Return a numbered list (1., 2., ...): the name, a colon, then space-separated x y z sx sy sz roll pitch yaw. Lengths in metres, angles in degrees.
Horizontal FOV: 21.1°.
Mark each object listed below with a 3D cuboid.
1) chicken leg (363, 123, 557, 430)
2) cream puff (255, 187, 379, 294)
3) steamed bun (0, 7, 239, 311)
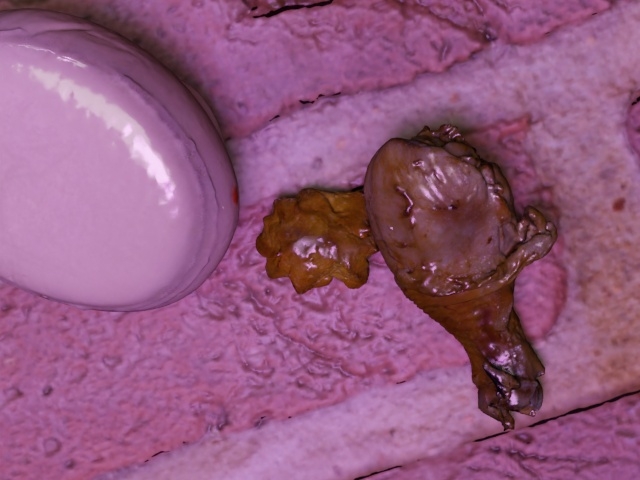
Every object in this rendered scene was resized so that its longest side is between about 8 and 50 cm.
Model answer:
1. chicken leg: 0.105 0.021 1.145 0.103 0.088 0.228 -41 111 -27
2. cream puff: 0.000 0.000 1.163 0.083 0.058 0.083 33 97 2
3. steamed bun: -0.158 -0.054 1.135 0.228 0.131 0.177 30 109 0
